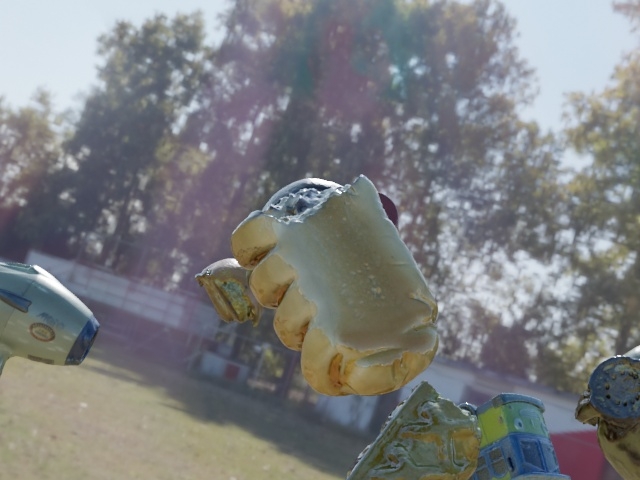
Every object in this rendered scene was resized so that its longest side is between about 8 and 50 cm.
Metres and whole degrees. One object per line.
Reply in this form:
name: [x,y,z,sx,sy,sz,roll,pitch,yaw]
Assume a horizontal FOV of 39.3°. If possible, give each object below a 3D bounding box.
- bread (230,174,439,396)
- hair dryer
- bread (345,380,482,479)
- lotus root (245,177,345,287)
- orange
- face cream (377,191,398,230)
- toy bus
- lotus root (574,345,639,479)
bread: [0.010,0.032,0.648,0.119,0.177,0.084,-15,-24,-30]
hair dryer: [-0.486,0.115,1.168,0.296,0.298,0.119,46,-23,4]
bread: [0.097,0.318,1.147,0.130,0.268,0.152,45,-29,-4]
lotus root: [0.001,-0.003,1.078,0.183,0.204,0.078,2,-36,5]
orange: [-0.169,0.097,1.779,0.169,0.112,0.160,33,-26,21]
face cream: [0.080,0.011,1.451,0.095,0.096,0.214,16,-25,13]
toy bus: [0.286,0.425,1.681,0.152,0.190,0.312,19,-45,-41]
lotus root: [0.419,0.233,1.055,0.173,0.173,0.309,11,-23,45]
